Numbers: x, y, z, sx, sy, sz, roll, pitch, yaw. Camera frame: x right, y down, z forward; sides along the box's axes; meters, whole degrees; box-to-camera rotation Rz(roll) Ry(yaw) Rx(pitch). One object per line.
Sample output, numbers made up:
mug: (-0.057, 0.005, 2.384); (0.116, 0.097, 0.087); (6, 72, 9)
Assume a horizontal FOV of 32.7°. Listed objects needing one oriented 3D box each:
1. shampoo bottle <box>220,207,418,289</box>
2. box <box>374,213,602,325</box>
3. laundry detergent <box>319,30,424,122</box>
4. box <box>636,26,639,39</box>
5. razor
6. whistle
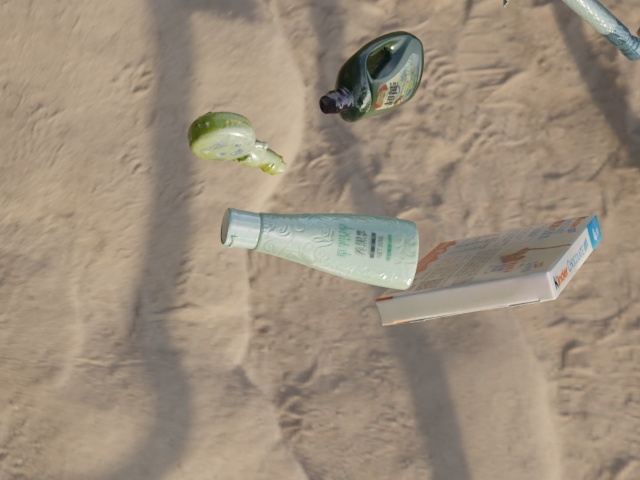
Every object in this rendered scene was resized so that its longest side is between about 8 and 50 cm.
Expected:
shampoo bottle: (0.000, 0.000, 1.035); (0.190, 0.041, 0.069); (9, 83, -19)
box: (0.250, 0.040, 1.592); (0.273, 0.265, 0.048); (-32, 107, -57)
laundry detergent: (0.080, -0.269, 1.827); (0.221, 0.078, 0.144); (-26, 137, -42)
box: (0.296, -0.182, 0.858); (0.045, 0.098, 0.062); (15, 39, -20)
razor: (0.279, -0.254, 1.175); (0.232, 0.068, 0.106); (29, 54, -39)
whistle: (-0.126, -0.152, 1.724); (0.198, 0.104, 0.057); (20, 55, -51)
